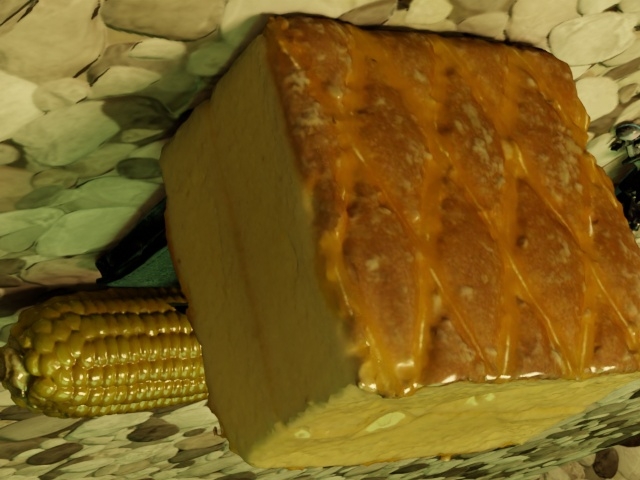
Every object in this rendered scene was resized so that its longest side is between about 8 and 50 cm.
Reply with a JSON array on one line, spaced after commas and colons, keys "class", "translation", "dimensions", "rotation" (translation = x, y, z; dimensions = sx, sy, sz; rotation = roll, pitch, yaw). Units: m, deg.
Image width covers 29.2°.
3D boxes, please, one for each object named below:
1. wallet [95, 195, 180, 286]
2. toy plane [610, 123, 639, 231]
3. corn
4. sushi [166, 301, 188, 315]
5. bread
[{"class": "wallet", "translation": [0.000, 0.000, 1.118], "dimensions": [0.379, 0.046, 0.191], "rotation": [-2, 157, -36]}, {"class": "toy plane", "translation": [0.329, -0.054, 1.186], "dimensions": [0.169, 0.078, 0.246], "rotation": [20, 152, -13]}, {"class": "corn", "translation": [-0.136, 0.099, 1.175], "dimensions": [0.363, 0.120, 0.120], "rotation": [-4, 156, -39]}, {"class": "sushi", "translation": [0.002, 0.056, 1.043], "dimensions": [0.192, 0.050, 0.215], "rotation": [1, -168, -33]}, {"class": "bread", "translation": [0.060, 0.010, 0.881], "dimensions": [0.279, 0.279, 0.207], "rotation": [-3, 157, -36]}]
